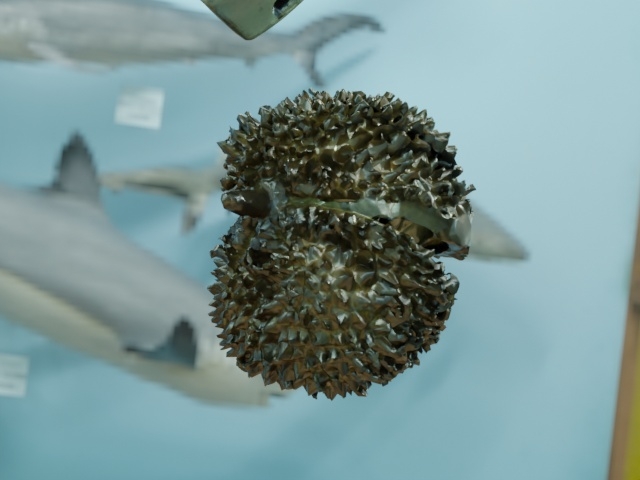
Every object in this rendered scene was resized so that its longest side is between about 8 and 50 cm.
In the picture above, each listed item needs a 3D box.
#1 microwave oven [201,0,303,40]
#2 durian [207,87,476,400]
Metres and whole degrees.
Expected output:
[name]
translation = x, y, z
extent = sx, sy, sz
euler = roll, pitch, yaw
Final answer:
[microwave oven]
translation = -0.004, -0.366, 1.012
extent = 0.333, 0.394, 0.247
euler = 45, 13, -22
[durian]
translation = 0.000, 0.000, 1.055
extent = 0.167, 0.196, 0.196
euler = -12, -12, 30
